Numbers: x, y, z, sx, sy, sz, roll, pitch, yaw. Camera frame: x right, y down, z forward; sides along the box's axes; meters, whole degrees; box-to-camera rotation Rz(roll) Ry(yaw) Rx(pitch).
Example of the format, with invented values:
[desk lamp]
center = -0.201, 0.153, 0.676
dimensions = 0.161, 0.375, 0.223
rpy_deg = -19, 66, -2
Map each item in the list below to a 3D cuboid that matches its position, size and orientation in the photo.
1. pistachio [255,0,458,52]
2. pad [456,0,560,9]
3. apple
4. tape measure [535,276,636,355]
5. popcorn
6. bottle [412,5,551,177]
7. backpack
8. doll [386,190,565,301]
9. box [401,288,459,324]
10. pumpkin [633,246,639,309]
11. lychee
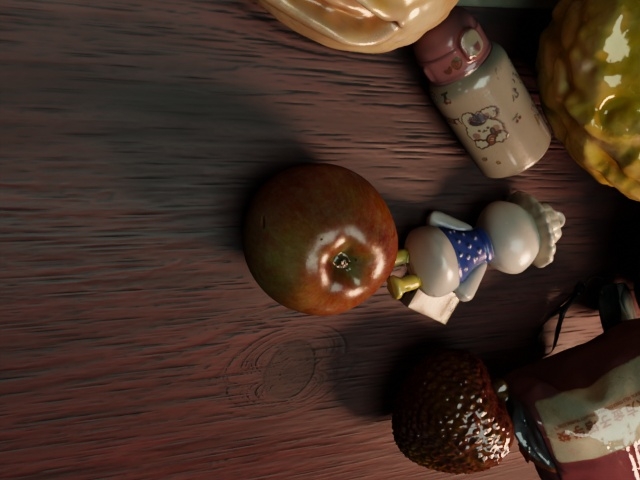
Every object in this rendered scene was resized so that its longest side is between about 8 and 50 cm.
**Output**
[pistachio]
center = 0.014, -0.320, 0.674
dimensions = 0.317, 0.214, 0.193
rpy_deg = 27, 140, -22
[pad]
center = 0.246, -0.391, 0.840
dimensions = 0.264, 0.009, 0.160
rpy_deg = -6, 112, -21
[apple]
center = 0.000, 0.000, 0.786
dimensions = 0.188, 0.174, 0.188
rpy_deg = -7, 112, -18
[tape measure]
center = 0.460, 0.140, 1.115
dimensions = 0.179, 0.104, 0.107
rpy_deg = -25, 139, 20
[popcorn]
center = 0.484, -0.218, 0.828
dimensions = 0.389, 0.354, 0.345
rpy_deg = 1, 114, 20
[bottle]
center = 0.207, -0.196, 0.839
dimensions = 0.110, 0.110, 0.233
rpy_deg = -44, 120, -3
[backpack]
center = 0.458, 0.311, 1.020
dimensions = 0.283, 0.197, 0.317
rpy_deg = -23, 106, 3
[doll]
center = 0.226, 0.008, 0.925
dimensions = 0.293, 0.119, 0.138
rpy_deg = -18, 74, -12
[box]
center = 0.171, 0.090, 0.979
dimensions = 0.083, 0.024, 0.053
rpy_deg = 27, 98, -30
[pumpkin]
center = 0.728, 0.023, 1.011
dimensions = 0.453, 0.344, 0.455
rpy_deg = -11, 132, -13
[lychee]
center = 0.201, 0.259, 0.971
dimensions = 0.194, 0.194, 0.195
rpy_deg = -8, 112, -20
